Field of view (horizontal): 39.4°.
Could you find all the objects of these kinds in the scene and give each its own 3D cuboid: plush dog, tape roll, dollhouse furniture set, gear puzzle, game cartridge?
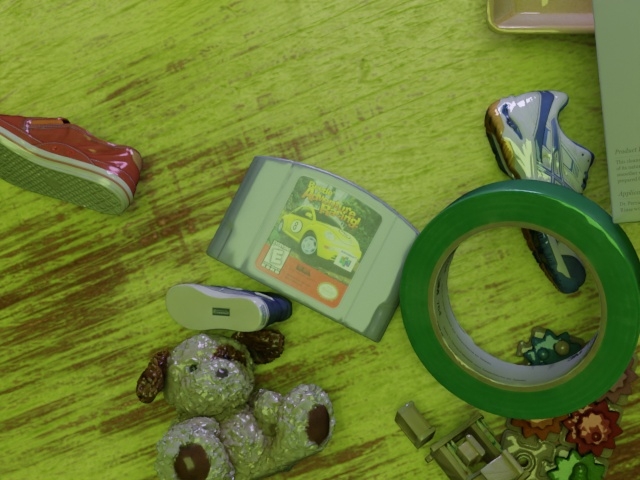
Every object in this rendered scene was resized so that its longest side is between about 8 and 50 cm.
[{"bbox_3d":[-0.140,0.239,1.291,0.262,0.210,0.225,-14,70,-23],"label":"plush dog"},{"bbox_3d":[0.270,0.080,1.213,0.321,0.077,0.321,7,109,23],"label":"tape roll"},{"bbox_3d":[0.206,0.265,1.235,0.101,0.161,0.182,-31,66,-20],"label":"dollhouse furniture set"},{"bbox_3d":[0.337,0.302,1.290,0.175,0.044,0.339,16,89,6],"label":"gear puzzle"},{"bbox_3d":[0.000,0.000,1.331,0.294,0.060,0.196,26,86,6],"label":"game cartridge"}]

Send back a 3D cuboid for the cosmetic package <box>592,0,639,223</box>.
[{"bbox_3d":[0.477,-0.220,1.133,0.217,0.156,0.385,-2,92,36],"label":"cosmetic package"}]

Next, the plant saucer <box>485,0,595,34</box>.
[{"bbox_3d":[0.407,-0.453,1.298,0.332,0.081,0.333,2,88,4],"label":"plant saucer"}]

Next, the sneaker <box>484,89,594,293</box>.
[{"bbox_3d":[0.341,-0.075,1.274,0.131,0.112,0.297,-18,89,-1],"label":"sneaker"}]

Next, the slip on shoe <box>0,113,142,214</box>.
[{"bbox_3d":[-0.420,-0.139,1.354,0.331,0.123,0.101,19,57,10],"label":"slip on shoe"}]

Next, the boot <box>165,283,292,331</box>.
[{"bbox_3d":[-0.137,0.101,1.335,0.190,0.086,0.069,9,97,33],"label":"boot"}]
